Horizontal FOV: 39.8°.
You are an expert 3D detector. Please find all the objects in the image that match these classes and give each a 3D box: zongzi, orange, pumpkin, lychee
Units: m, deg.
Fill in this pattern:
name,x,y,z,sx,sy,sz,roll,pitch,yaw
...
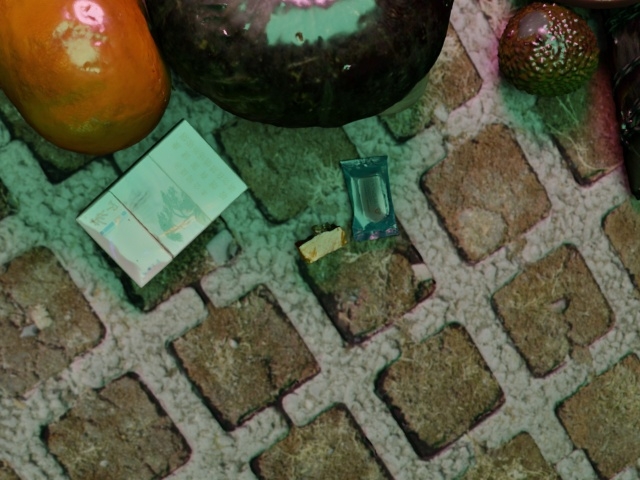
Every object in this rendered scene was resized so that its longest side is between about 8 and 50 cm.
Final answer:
name,x,y,z,sx,sy,sz,roll,pitch,yaw
zongzi,0.651,-0.303,1.473,0.362,0.319,0.384,-4,76,-9
orange,-0.336,-0.258,1.236,0.226,0.284,0.284,-27,101,-3
pumpkin,-0.028,-0.373,1.253,0.454,0.344,0.455,0,87,-6
lychee,0.374,-0.307,1.448,0.171,0.171,0.171,-1,97,-12
pumpkin,0.000,0.000,1.443,0.083,0.074,0.054,-25,96,-8

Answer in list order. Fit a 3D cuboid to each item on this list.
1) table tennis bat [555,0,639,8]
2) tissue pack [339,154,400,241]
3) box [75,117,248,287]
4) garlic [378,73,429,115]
name,x,y,z,sx,sy,sz,roll,pitch,yaw
table tennis bat,0.388,-0.487,1.428,0.414,0.051,0.268,-3,66,1
tissue pack,0.081,-0.070,1.477,0.085,0.028,0.138,-9,94,-14
box,-0.249,-0.060,1.388,0.233,0.067,0.149,-44,102,-3
garlic,0.081,-0.268,1.433,0.198,0.090,0.129,-4,82,-5
